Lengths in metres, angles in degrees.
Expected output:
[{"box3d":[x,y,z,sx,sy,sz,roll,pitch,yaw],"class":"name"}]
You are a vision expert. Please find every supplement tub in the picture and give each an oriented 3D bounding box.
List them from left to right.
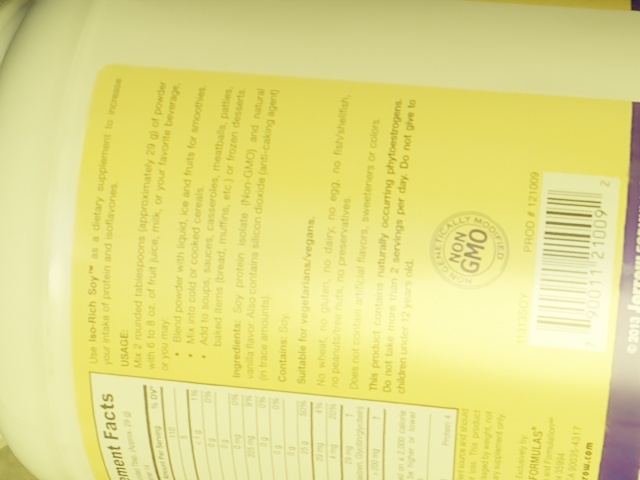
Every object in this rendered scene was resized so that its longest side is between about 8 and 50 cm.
[{"box3d":[0.000,0.000,0.589,0.331,0.241,0.241,5,101,8],"class":"supplement tub"}]
